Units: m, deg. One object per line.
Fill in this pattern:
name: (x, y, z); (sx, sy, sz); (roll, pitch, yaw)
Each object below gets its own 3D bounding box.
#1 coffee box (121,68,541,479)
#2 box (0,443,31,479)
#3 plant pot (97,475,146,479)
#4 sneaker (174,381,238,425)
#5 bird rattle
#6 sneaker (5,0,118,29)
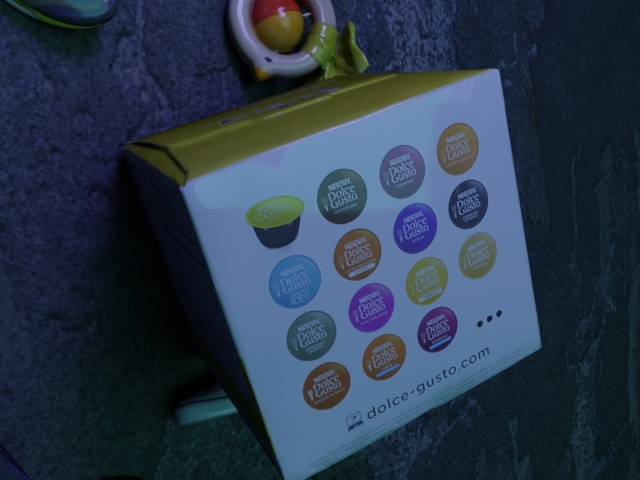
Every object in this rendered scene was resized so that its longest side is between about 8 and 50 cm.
coffee box: (0.000, 0.000, 0.734); (0.337, 0.338, 0.335); (-23, 112, -19)
box: (-0.416, 0.172, 0.545); (0.143, 0.165, 0.270); (-44, 121, -30)
plant pot: (-0.213, 0.426, 0.717); (0.215, 0.230, 0.216); (-5, 98, -42)
sneaker: (-0.106, 0.201, 0.908); (0.258, 0.094, 0.091); (-12, 76, -41)
bird rattle: (-0.036, -0.334, 0.887); (0.206, 0.143, 0.254); (-23, 107, -22)
sneaker: (-0.323, -0.339, 0.611); (0.300, 0.121, 0.111); (43, 66, -37)
